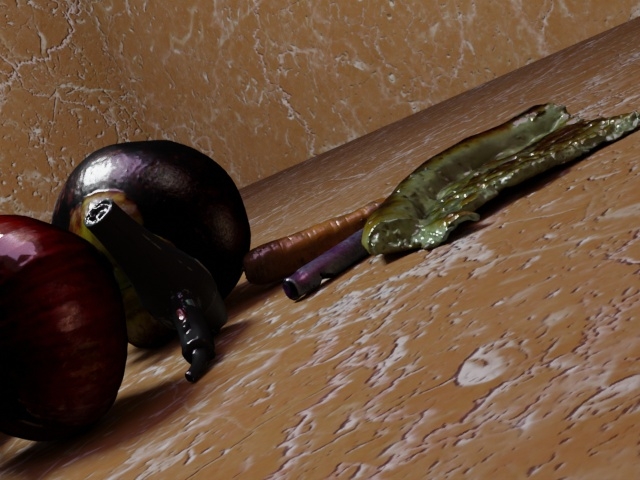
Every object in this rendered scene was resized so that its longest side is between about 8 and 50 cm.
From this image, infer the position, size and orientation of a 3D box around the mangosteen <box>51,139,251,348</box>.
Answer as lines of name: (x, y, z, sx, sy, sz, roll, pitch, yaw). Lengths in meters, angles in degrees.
mangosteen: (-0.241, 0.009, 1.668, 0.297, 0.313, 0.297, -13, -32, -8)

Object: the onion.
onion: (-0.351, 0.102, 1.270, 0.285, 0.273, 0.273, -12, -6, -45)

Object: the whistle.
whistle: (0.020, 0.025, 1.468, 0.176, 0.033, 0.033, -32, 9, -35)

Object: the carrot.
carrot: (0.000, 0.000, 1.642, 0.248, 0.059, 0.059, -24, 7, -10)

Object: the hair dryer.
hair dryer: (-0.173, 0.074, 1.348, 0.091, 0.235, 0.271, -40, 33, 1)

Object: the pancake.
pancake: (0.209, -0.090, 1.482, 0.427, 0.066, 0.305, -28, 9, -25)
